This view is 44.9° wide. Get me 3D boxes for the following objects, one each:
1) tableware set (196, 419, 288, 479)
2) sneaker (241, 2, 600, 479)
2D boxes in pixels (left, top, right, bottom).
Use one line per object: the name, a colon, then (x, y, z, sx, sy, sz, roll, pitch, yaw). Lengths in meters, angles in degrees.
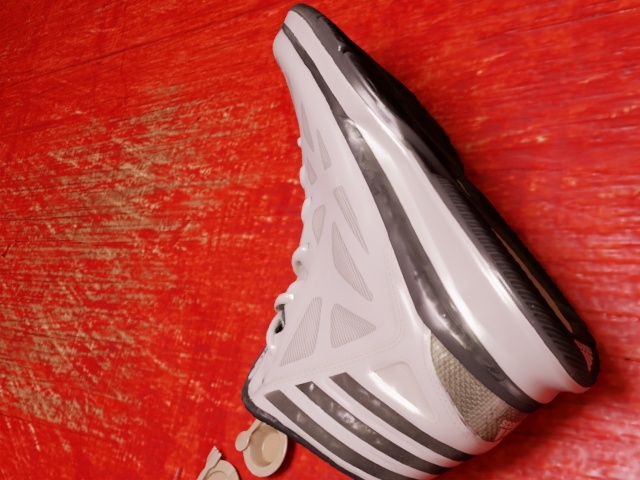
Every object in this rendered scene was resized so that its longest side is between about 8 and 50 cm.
tableware set: (-0.060, 0.242, 0.695, 0.141, 0.020, 0.168, -47, 45, 15)
sneaker: (0.000, 0.000, 0.649, 0.257, 0.169, 0.447, -42, 49, 18)
